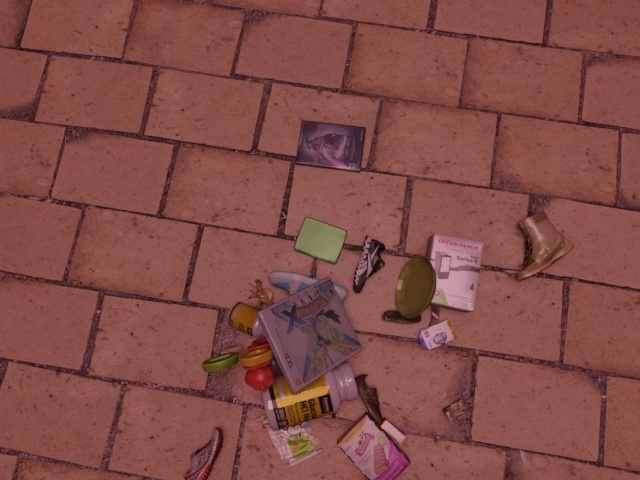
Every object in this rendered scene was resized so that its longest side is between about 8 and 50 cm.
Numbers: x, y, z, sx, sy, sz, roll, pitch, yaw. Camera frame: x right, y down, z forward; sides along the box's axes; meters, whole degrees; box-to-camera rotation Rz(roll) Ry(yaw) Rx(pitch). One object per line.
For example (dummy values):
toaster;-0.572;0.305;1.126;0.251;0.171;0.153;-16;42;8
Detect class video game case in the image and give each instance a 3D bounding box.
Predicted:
video game case;-0.032;0.326;1.755;0.329;0.036;0.300;-23;88;-36
video game case;0.044;-0.398;2.072;0.274;0.026;0.196;8;80;3

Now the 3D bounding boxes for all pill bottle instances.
pill bottle;-0.258;0.311;1.887;0.184;0.103;0.103;19;80;23
pill bottle;-0.041;0.557;1.805;0.333;0.188;0.188;-15;79;-7

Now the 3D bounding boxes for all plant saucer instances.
plant saucer;0.366;0.178;1.863;0.037;0.241;0.241;17;79;-23

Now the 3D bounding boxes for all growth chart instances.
growth chart;-0.113;0.734;1.868;0.172;0.021;0.237;-33;81;-5

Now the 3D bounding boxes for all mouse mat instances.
mouse mat;0.000;0.000;2.008;0.189;0.007;0.153;20;81;4

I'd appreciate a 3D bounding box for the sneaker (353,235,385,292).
sneaker;0.197;0.102;1.945;0.106;0.078;0.234;16;78;7

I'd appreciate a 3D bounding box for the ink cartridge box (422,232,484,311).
ink cartridge box;0.504;0.125;1.911;0.198;0.115;0.273;11;80;4

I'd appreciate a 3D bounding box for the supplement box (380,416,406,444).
supplement box;0.268;0.709;1.837;0.098;0.062;0.036;39;82;9

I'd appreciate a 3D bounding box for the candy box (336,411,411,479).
candy box;0.196;0.780;1.822;0.159;0.071;0.233;-44;80;-5

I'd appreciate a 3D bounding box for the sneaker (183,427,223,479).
sneaker;-0.436;0.803;1.832;0.092;0.088;0.225;25;81;8

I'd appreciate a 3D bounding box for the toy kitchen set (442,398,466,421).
toy kitchen set;0.511;0.646;1.833;0.083;0.075;0.068;-28;81;1

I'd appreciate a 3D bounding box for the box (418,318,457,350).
box;0.449;0.369;1.913;0.136;0.028;0.081;-22;80;0

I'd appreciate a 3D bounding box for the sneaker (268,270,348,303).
sneaker;-0.068;0.243;1.905;0.318;0.127;0.208;14;79;5

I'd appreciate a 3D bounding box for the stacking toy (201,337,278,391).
stacking toy;-0.261;0.460;1.799;0.279;0.309;0.131;-14;90;13

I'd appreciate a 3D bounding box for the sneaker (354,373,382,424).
sneaker;0.192;0.592;1.851;0.071;0.066;0.188;-30;72;-7

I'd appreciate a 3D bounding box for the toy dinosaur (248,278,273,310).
toy dinosaur;-0.225;0.237;1.948;0.092;0.053;0.183;-35;80;-6

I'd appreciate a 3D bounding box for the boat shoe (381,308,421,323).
boat shoe;0.317;0.301;1.926;0.152;0.048;0.056;0;69;-5

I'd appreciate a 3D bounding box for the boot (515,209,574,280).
boot;0.828;0.018;1.930;0.262;0.095;0.203;-34;81;-6
